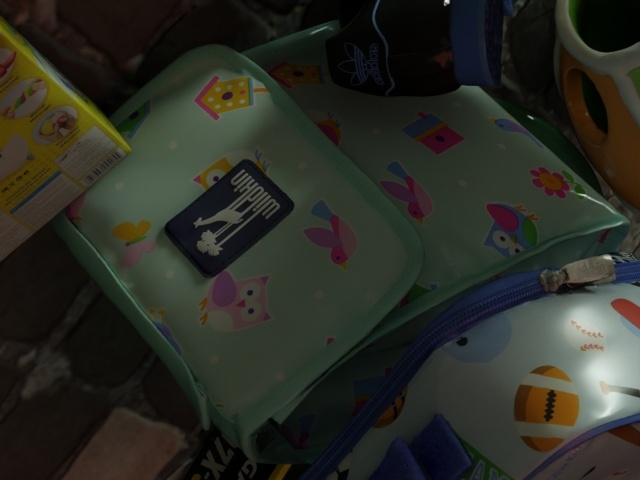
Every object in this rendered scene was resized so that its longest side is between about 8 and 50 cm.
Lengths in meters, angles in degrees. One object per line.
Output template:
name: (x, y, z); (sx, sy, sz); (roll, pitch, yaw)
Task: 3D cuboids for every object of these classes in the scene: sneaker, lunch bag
sneaker: (0.060, -0.146, 0.939); (0.232, 0.090, 0.081); (-69, 153, -63)
lunch bag: (0.083, 0.127, 0.850); (0.243, 0.115, 0.303); (-5, 141, -45)
lunch bag: (0.000, 0.000, 0.920); (0.262, 0.223, 0.160); (-18, 141, -36)

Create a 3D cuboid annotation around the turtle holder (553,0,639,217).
turtle holder: (0.301, -0.145, 1.084); (0.320, 0.243, 0.227); (-34, 134, 31)

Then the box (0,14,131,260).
box: (-0.175, -0.055, 0.806); (0.105, 0.043, 0.179); (-40, 157, 1)

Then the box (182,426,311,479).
box: (-0.006, 0.255, 1.244); (0.322, 0.079, 0.257); (21, 102, -51)

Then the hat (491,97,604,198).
hat: (0.103, -0.008, 1.186); (0.208, 0.183, 0.173); (41, 88, -11)
